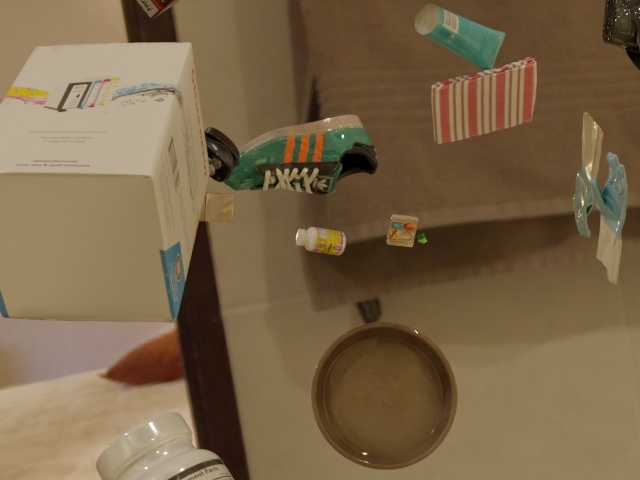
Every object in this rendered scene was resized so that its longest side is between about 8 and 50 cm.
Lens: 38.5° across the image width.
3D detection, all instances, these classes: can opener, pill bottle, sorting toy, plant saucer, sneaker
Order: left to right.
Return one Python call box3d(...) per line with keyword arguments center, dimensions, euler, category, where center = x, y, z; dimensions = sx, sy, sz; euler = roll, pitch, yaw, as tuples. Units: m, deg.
box3d(center=(-0.200, -0.154, 1.361), dimensions=(0.059, 0.186, 0.073), euler=(-43, 28, 22), category="can opener")
box3d(center=(-0.167, 0.373, 1.184), dimensions=(0.162, 0.278, 0.162), euler=(-32, -21, -14), category="pill bottle")
box3d(center=(-0.030, -0.137, 1.671), dimensions=(0.302, 0.121, 0.108), euler=(-20, -25, -22), category="sneaker")
box3d(center=(0.000, 0.000, 1.629), dimensions=(0.083, 0.043, 0.043), euler=(9, -4, -21), category="pill bottle")
box3d(center=(0.121, 0.295, 1.744), dimensions=(0.278, 0.278, 0.041), euler=(-10, -15, -4), category="plant saucer")
box3d(center=(0.177, -0.018, 1.832), dimensions=(0.083, 0.062, 0.012), euler=(6, 10, -15), category="sorting toy")
box3d(center=(0.398, -0.283, 1.124), dimensions=(0.089, 0.170, 0.051), euler=(13, -15, -5), category="sneaker")

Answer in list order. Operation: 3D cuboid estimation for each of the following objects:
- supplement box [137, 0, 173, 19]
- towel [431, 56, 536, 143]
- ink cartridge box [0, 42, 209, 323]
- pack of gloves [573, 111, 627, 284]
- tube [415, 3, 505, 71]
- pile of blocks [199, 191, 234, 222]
box3d(center=(-0.216, -0.440, 1.350), dimensions=(0.239, 0.130, 0.073), euler=(-22, 21, 52), category="supplement box")
box3d(center=(0.297, -0.253, 1.669), dimensions=(0.197, 0.029, 0.144), euler=(-14, -40, -2), category="towel")
box3d(center=(-0.210, -0.062, 0.882), dimensions=(0.168, 0.171, 0.232), euler=(0, 39, 3), category="ink cartridge box")
box3d(center=(0.459, -0.071, 1.558), dimensions=(0.046, 0.232, 0.195), euler=(-9, 35, -4), category="pack of gloves")
box3d(center=(0.249, -0.351, 1.584), dimensions=(0.207, 0.080, 0.052), euler=(12, 13, -43), category="tube")
box3d(center=(-0.276, -0.096, 1.426), dimensions=(0.362, 0.112, 0.149), euler=(5, 5, 26), category="pile of blocks")
